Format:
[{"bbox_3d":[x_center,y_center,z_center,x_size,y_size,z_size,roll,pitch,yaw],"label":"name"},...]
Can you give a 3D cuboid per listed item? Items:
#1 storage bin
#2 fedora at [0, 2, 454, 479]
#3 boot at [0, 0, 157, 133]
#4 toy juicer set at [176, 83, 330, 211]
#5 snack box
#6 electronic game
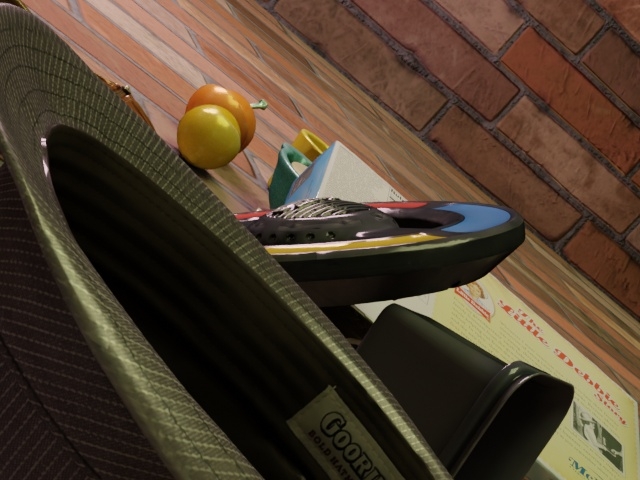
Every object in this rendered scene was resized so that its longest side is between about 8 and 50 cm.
[{"bbox_3d":[0.051,0.102,0.760,0.091,0.135,0.098,37,7,30],"label":"storage bin"},{"bbox_3d":[-0.055,0.072,0.465,0.275,0.124,0.244,46,9,-31],"label":"fedora"},{"bbox_3d":[-0.168,-0.096,0.896,0.197,0.073,0.152,52,9,-16],"label":"boot"},{"bbox_3d":[-0.013,-0.041,1.191,0.209,0.089,0.329,36,12,-31],"label":"toy juicer set"},{"bbox_3d":[0.099,0.085,1.058,0.322,0.060,0.187,40,27,-11],"label":"snack box"},{"bbox_3d":[0.000,0.000,0.838,0.229,0.229,0.048,-52,137,-80],"label":"electronic game"}]
